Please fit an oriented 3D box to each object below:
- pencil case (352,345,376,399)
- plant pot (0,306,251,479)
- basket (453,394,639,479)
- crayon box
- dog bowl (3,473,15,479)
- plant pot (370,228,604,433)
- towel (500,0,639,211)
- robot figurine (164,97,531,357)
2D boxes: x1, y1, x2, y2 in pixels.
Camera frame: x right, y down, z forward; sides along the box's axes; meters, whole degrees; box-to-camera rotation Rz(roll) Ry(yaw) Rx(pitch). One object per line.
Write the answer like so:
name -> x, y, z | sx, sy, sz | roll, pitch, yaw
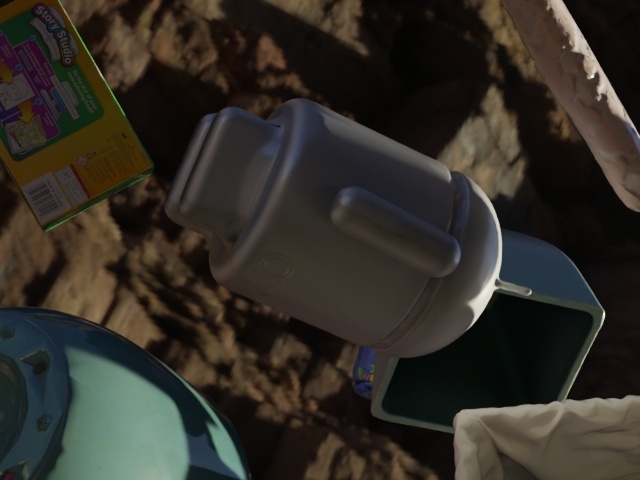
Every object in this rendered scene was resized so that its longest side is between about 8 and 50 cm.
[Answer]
pencil case -> 0.123, 0.128, 2.212 | 0.133, 0.306, 0.119 | 13, -21, -17
plant pot -> -0.231, 0.187, 1.035 | 0.293, 0.293, 0.235 | 6, -29, 24
basket -> 0.320, 0.362, 1.400 | 0.332, 0.328, 0.266 | -5, -27, 5
crayon box -> -0.357, -0.172, 1.683 | 0.278, 0.165, 0.081 | 61, -12, -2
dog bowl -> -0.307, 0.309, 1.604 | 0.150, 0.408, 0.408 | -16, -49, 31
plant pot -> 0.212, 0.096, 1.789 | 0.248, 0.252, 0.247 | 12, -59, -9
towel -> 0.224, -0.219, 1.306 | 0.053, 0.317, 0.332 | -32, -64, 13
robot figurine -> 0.030, -0.008, 1.275 | 0.354, 0.199, 0.300 | 24, -3, -16
